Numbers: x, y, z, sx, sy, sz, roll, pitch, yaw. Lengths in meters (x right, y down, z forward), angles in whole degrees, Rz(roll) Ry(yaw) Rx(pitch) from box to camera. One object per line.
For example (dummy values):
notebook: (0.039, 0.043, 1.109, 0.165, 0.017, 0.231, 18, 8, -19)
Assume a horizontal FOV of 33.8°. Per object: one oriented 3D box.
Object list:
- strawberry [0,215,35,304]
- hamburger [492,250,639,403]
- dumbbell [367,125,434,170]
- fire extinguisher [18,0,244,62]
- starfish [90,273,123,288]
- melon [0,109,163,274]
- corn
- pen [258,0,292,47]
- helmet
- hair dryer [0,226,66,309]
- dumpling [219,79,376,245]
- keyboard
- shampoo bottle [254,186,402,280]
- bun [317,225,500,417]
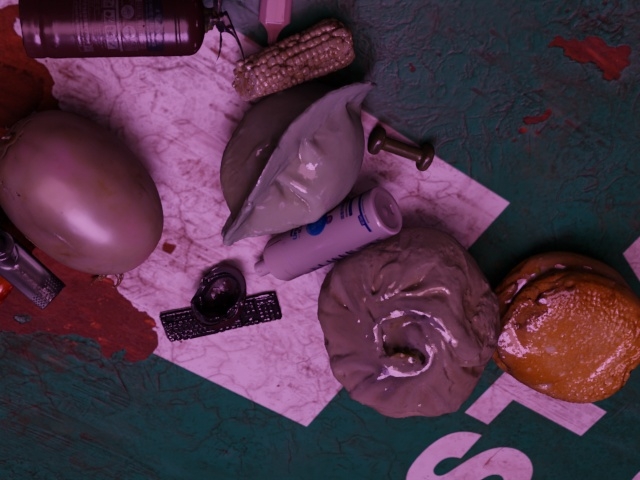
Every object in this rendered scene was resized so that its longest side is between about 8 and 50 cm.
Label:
strawberry: (-0.601, 0.021, 1.872, 0.174, 0.098, 0.228, 38, 94, -3)
hamburger: (0.458, 0.164, 2.010, 0.314, 0.170, 0.289, 27, 114, -16)
dumbbell: (0.141, -0.160, 1.846, 0.118, 0.046, 0.052, 17, 125, -15)
fire extinguisher: (-0.290, -0.335, 1.650, 0.338, 0.114, 0.135, -3, 107, -3)
starfish: (-0.395, 0.051, 1.944, 0.078, 0.028, 0.091, 35, 116, -18)
melon: (-0.400, -0.078, 1.745, 0.223, 0.223, 0.317, -36, 121, 17)
corn: (-0.045, -0.292, 1.704, 0.211, 0.087, 0.087, -22, 123, -4)
pen: (-0.068, -0.397, 1.684, 0.053, 0.032, 0.197, 4, 120, -9)
helmet: (-0.182, 0.111, 1.969, 0.123, 0.098, 0.070, -56, 158, -10)
hair dryer: (-0.542, -0.041, 1.687, 0.320, 0.155, 0.284, 38, 152, 1)
dumpling: (-0.065, -0.135, 1.762, 0.270, 0.212, 0.320, -10, 118, -44)
keyboard: (-0.191, 0.150, 2.030, 0.231, 0.023, 0.072, -11, 125, 2)
shampoo bottle: (0.000, 0.000, 1.878, 0.303, 0.092, 0.092, -24, 124, 34)
bun: (0.153, 0.161, 1.906, 0.360, 0.211, 0.359, 5, 108, 17)
